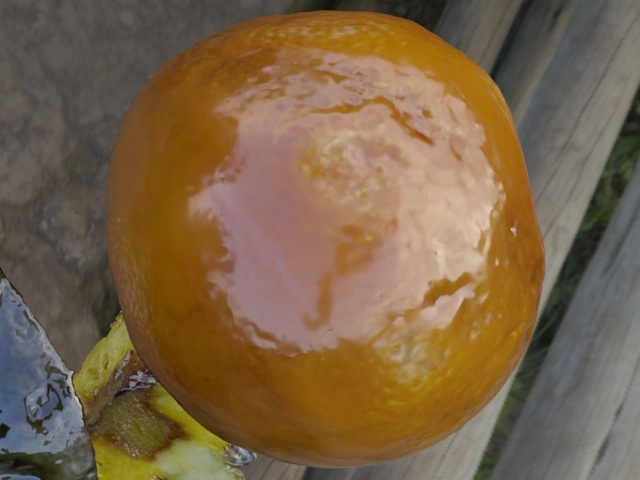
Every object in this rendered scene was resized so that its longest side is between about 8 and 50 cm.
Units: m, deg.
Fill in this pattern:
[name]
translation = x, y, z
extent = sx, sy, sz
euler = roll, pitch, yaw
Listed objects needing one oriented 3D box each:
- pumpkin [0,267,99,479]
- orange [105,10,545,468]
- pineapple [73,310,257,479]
[pumpkin]
translation = -0.198, 0.047, 0.502
extent = 0.111, 0.163, 0.278
euler = -29, 109, -43
[orange]
translation = 0.000, 0.000, 0.635
extent = 0.261, 0.261, 0.261
euler = 5, 70, -14
[pineapple]
translation = -0.108, 0.125, 0.930
extent = 0.164, 0.250, 0.140
euler = 31, 31, -26
